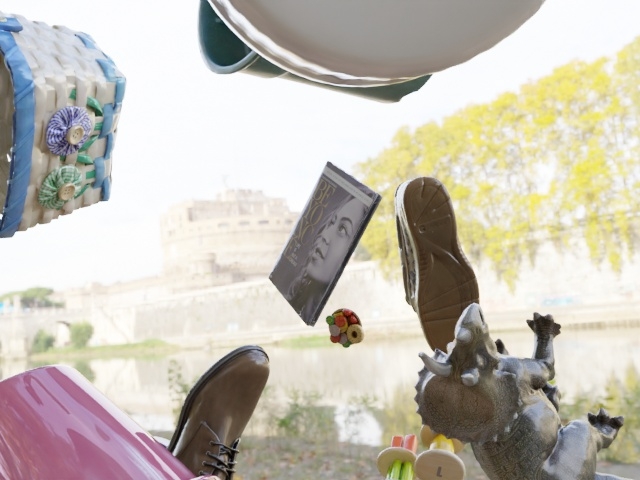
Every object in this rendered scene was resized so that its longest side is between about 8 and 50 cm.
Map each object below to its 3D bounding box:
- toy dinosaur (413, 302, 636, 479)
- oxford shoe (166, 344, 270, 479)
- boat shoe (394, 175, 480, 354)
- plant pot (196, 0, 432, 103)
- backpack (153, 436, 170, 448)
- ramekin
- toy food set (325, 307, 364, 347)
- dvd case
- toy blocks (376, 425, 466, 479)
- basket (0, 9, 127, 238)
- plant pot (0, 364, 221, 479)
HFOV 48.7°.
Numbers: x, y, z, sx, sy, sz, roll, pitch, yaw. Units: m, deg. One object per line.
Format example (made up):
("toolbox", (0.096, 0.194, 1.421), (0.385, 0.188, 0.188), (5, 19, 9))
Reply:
("toy dinosaur", (0.186, 0.173, 0.627), (0.121, 0.313, 0.160), (-23, 18, 48))
("oxford shoe", (-0.110, 0.217, 0.738), (0.083, 0.227, 0.096), (35, -8, -39))
("boat shoe", (0.179, 0.041, 1.118), (0.104, 0.285, 0.089), (-10, 3, -14))
("plant pot", (0.023, -0.393, 1.170), (0.334, 0.341, 0.341), (11, -15, -34))
("backpack", (-0.299, 0.406, 1.111), (0.115, 0.182, 0.152), (20, -6, 43))
("ramekin", (0.038, -0.233, 0.449), (0.277, 0.277, 0.135), (-4, 17, -3))
("toy food set", (0.050, 0.184, 1.485), (0.082, 0.083, 0.020), (-24, -6, 29))
("dvd case", (0.000, 0.000, 1.088), (0.018, 0.221, 0.164), (21, 13, -33))
("toy blocks", (0.118, 0.227, 0.809), (0.123, 0.054, 0.148), (-44, 9, 29))
("basket", (-0.370, -0.132, 0.768), (0.289, 0.201, 0.255), (-9, -46, -35))
("plant pot", (-0.171, 0.192, 0.470), (0.201, 0.180, 0.201), (-37, -19, -15))
